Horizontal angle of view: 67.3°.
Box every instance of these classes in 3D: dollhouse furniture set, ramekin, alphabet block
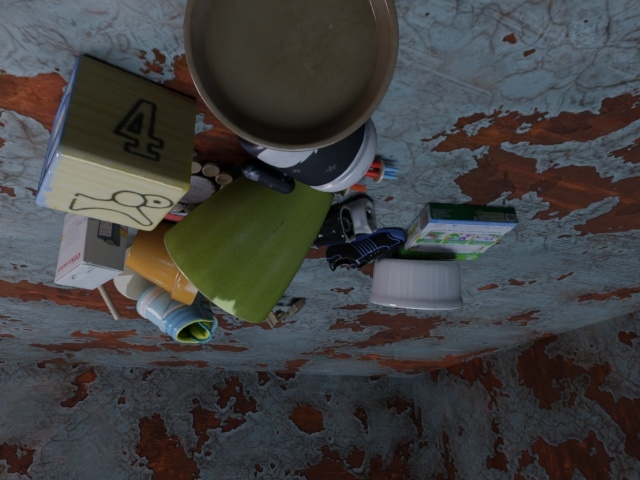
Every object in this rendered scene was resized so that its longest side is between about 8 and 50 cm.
[{"bbox_3d":[-0.158,0.244,1.863,0.151,0.123,0.144,-30,168,-29],"label":"dollhouse furniture set"},{"bbox_3d":[0.284,0.121,1.432,0.276,0.135,0.277,2,180,0],"label":"ramekin"},{"bbox_3d":[-0.343,-0.152,0.817,0.197,0.194,0.192,16,150,-35],"label":"alphabet block"}]

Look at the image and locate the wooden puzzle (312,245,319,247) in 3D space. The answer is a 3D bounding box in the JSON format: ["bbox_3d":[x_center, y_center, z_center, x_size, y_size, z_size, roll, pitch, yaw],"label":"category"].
[{"bbox_3d":[0.000,0.000,1.391,0.049,0.006,0.083,18,147,-38],"label":"wooden puzzle"}]

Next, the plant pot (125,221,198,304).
[{"bbox_3d":[-0.385,0.038,1.237,0.187,0.205,0.205,23,148,-14],"label":"plant pot"}]

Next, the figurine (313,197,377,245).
[{"bbox_3d":[0.008,-0.034,1.171,0.209,0.093,0.214,-12,-176,31],"label":"figurine"}]

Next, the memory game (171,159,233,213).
[{"bbox_3d":[-0.272,-0.111,1.028,0.186,0.012,0.186,-9,150,-5],"label":"memory game"}]

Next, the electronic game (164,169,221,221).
[{"bbox_3d":[-0.309,-0.100,1.097,0.229,0.048,0.229,-3,154,-2],"label":"electronic game"}]

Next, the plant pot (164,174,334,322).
[{"bbox_3d":[-0.117,-0.031,0.996,0.293,0.275,0.274,-46,143,8],"label":"plant pot"}]

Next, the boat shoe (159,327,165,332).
[{"bbox_3d":[-0.538,0.316,1.882,0.102,0.108,0.301,-6,157,6],"label":"boat shoe"}]

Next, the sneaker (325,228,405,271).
[{"bbox_3d":[0.130,0.031,1.368,0.232,0.091,0.081,-11,155,10],"label":"sneaker"}]

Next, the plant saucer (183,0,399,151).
[{"bbox_3d":[-0.037,-0.258,0.632,0.277,0.041,0.278,-1,110,-3],"label":"plant saucer"}]

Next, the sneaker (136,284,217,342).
[{"bbox_3d":[-0.335,0.183,1.380,0.319,0.208,0.127,-30,150,-46],"label":"sneaker"}]

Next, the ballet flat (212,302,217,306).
[{"bbox_3d":[-0.283,0.186,1.658,0.280,0.095,0.096,-3,143,-1],"label":"ballet flat"}]

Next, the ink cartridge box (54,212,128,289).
[{"bbox_3d":[-0.502,-0.014,1.063,0.154,0.213,0.093,-25,147,37],"label":"ink cartridge box"}]

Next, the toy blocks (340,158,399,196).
[{"bbox_3d":[0.086,-0.137,1.057,0.148,0.054,0.123,6,152,-19],"label":"toy blocks"}]

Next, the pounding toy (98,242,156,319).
[{"bbox_3d":[-0.530,0.082,1.370,0.236,0.110,0.183,-33,126,-18],"label":"pounding toy"}]

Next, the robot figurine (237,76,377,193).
[{"bbox_3d":[-0.027,-0.191,0.801,0.209,0.174,0.278,-12,155,41],"label":"robot figurine"}]

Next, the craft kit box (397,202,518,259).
[{"bbox_3d":[0.373,-0.018,1.344,0.249,0.061,0.247,3,152,-11],"label":"craft kit box"}]
